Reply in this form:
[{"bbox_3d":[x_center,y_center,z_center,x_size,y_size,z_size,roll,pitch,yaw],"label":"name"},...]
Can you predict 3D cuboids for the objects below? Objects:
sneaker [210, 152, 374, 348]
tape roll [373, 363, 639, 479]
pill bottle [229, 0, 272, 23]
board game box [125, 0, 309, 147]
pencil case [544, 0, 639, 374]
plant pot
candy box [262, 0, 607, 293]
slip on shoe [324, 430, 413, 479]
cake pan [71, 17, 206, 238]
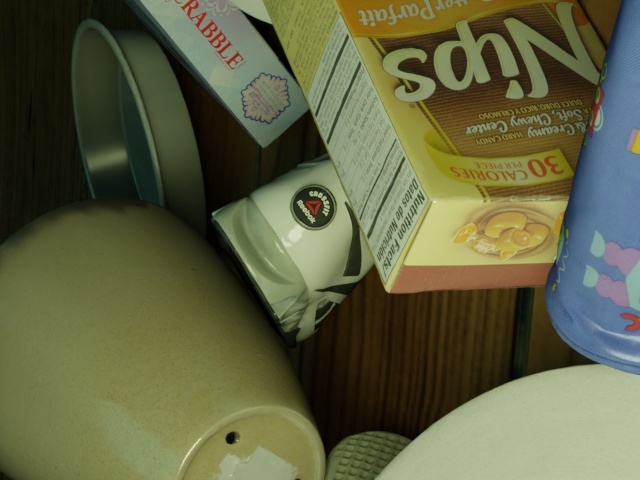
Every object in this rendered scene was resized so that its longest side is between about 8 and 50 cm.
[{"bbox_3d":[0.000,0.000,1.438,0.122,0.146,0.330,56,174,1],"label":"sneaker"},{"bbox_3d":[0.134,0.260,0.975,0.392,0.072,0.392,-23,52,34],"label":"tape roll"},{"bbox_3d":[0.010,-0.304,1.325,0.278,0.162,0.162,114,145,-41],"label":"pill bottle"},{"bbox_3d":[-0.171,-0.263,1.591,0.066,0.318,0.319,-41,36,-1],"label":"board game box"},{"bbox_3d":[0.207,-0.065,0.923,0.119,0.133,0.306,-69,-8,-48],"label":"pencil case"},{"bbox_3d":[-0.118,0.131,1.365,0.274,0.256,0.257,33,121,52],"label":"plant pot"},{"bbox_3d":[0.085,-0.111,1.146,0.088,0.182,0.316,112,146,-42],"label":"candy box"},{"bbox_3d":[0.075,0.287,1.274,0.101,0.123,0.331,115,140,-50],"label":"slip on shoe"},{"bbox_3d":[-0.184,-0.085,1.811,0.293,0.054,0.293,166,90,-70],"label":"cake pan"}]
